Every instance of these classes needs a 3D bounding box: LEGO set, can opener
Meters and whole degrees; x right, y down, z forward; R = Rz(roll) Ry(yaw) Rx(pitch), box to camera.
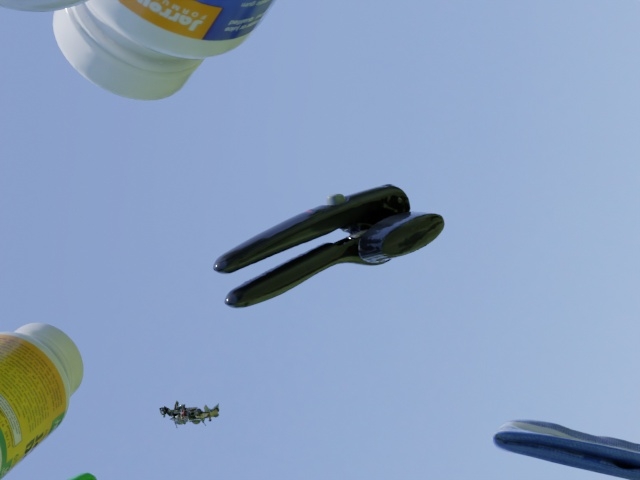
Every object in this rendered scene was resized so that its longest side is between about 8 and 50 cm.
[{"bbox_3d":[-0.117,0.159,1.550,0.083,0.054,0.023,-147,53,-86],"label":"LEGO set"},{"bbox_3d":[0.000,0.000,1.220,0.186,0.073,0.059,-16,-93,-36],"label":"can opener"}]

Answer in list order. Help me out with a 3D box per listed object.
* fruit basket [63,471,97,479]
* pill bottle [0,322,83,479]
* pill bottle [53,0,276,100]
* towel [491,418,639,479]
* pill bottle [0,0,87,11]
[{"bbox_3d":[-0.273,0.319,1.200,0.353,0.165,0.327,-47,-14,32],"label":"fruit basket"},{"bbox_3d":[-0.313,0.158,1.664,0.208,0.118,0.117,-46,-37,-62],"label":"pill bottle"},{"bbox_3d":[-0.082,-0.221,1.187,0.272,0.152,0.152,-51,-3,41],"label":"pill bottle"},{"bbox_3d":[0.265,0.199,1.625,0.285,0.209,0.034,35,-113,-81],"label":"towel"},{"bbox_3d":[-0.091,-0.237,0.886,0.283,0.161,0.161,-48,-36,-53],"label":"pill bottle"}]
